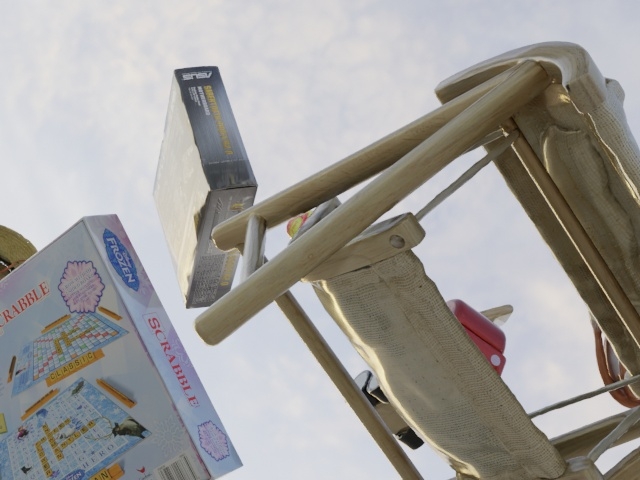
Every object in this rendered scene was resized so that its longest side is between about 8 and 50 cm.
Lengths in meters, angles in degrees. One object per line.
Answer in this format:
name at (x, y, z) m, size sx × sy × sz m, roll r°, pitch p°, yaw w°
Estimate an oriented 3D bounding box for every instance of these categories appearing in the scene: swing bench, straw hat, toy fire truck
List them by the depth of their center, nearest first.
swing bench at (0.103, 0.050, 0.731) m, size 0.254 × 0.165 × 0.253 m, roll -32°, pitch -73°, yaw 10°
toy fire truck at (0.179, 0.142, 1.654) m, size 0.158 × 0.246 × 0.217 m, roll 35°, pitch -33°, yaw -12°
straw hat at (-0.458, 0.050, 1.727) m, size 0.144 × 0.144 × 0.061 m, roll 35°, pitch -24°, yaw -2°

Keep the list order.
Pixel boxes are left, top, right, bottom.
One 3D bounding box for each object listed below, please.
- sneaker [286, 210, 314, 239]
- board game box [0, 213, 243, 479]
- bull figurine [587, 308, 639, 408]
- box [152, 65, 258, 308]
sneaker at (0.000, 0.000, 1.624) m, size 0.094 × 0.081 × 0.208 m, roll 22°, pitch -4°, yaw -6°
board game box at (-0.284, 0.184, 1.404) m, size 0.318 × 0.066 × 0.318 m, roll -33°, pitch -101°, yaw 27°
bull figurine at (0.400, 0.054, 1.264) m, size 0.101 × 0.310 × 0.188 m, roll -11°, pitch -79°, yaw 64°
box at (-0.139, -0.059, 1.454) m, size 0.056 × 0.183 × 0.231 m, roll -8°, pitch -35°, yaw -20°
